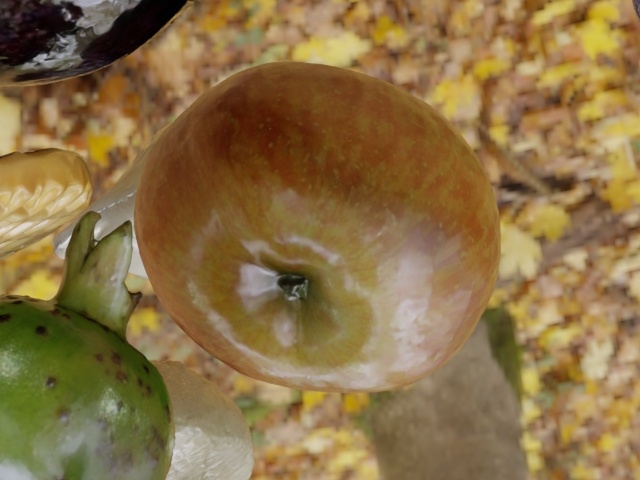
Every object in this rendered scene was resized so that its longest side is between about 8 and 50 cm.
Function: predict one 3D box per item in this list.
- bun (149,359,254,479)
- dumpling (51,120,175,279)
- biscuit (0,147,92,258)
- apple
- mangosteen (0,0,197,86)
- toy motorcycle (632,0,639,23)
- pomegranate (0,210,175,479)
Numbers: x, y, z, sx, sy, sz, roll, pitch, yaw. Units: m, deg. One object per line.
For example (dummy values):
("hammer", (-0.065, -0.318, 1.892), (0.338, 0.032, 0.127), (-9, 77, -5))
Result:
("bun", (-0.228, 0.247, 1.970), (0.281, 0.205, 0.281), (-37, 153, -22))
("dumpling", (-0.091, -0.060, 1.705), (0.341, 0.260, 0.181), (-35, 106, 31))
("biscuit", (-0.264, 0.000, 1.082), (0.309, 0.040, 0.204), (-18, 173, -45))
("apple", (0.000, 0.000, 1.410), (0.309, 0.250, 0.277), (-7, 128, -5))
("mangosteen", (-0.173, -0.289, 1.199), (0.435, 0.382, 0.382), (13, 151, 16))
("toy motorcycle", (0.459, -0.325, 1.898), (0.196, 0.331, 0.125), (11, 171, -18))
("pomegranate", (-0.191, 0.108, 1.194), (0.211, 0.263, 0.211), (27, 170, 5))
